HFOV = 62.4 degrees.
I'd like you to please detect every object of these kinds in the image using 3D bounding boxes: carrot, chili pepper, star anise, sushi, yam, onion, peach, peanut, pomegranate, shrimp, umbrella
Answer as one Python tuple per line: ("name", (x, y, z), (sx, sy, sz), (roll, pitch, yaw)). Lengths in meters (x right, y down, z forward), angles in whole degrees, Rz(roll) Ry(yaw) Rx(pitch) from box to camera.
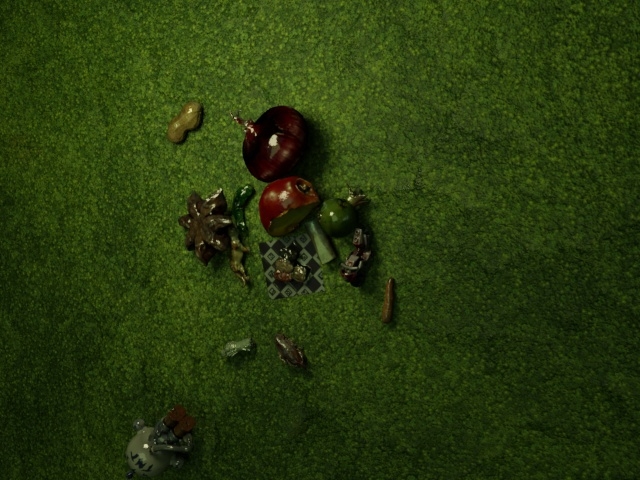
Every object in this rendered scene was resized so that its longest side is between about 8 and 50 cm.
("carrot", (0.233, 0.205, 1.804), (0.036, 0.036, 0.164), (8, 95, 20))
("chili pepper", (-0.296, -0.124, 1.973), (0.073, 0.050, 0.182), (11, 101, 10))
("star anise", (-0.425, -0.071, 1.972), (0.315, 0.108, 0.315), (6, 99, 46))
("sushi", (-0.115, 0.098, 1.921), (0.232, 0.047, 0.219), (-11, 90, 21))
("yam", (0.000, 0.000, 1.859), (0.068, 0.068, 0.169), (-25, 84, 21))
("onion", (-0.179, -0.343, 1.796), (0.273, 0.285, 0.273), (-35, 40, 36))
("peach", (-0.136, -0.120, 1.831), (0.267, 0.159, 0.153), (-45, 56, 53))
("peanut", (-0.519, -0.449, 2.020), (0.193, 0.089, 0.089), (-40, 80, 23))
("pomegranate", (0.077, -0.102, 1.784), (0.191, 0.131, 0.152), (-41, 41, 5))
("shrimp", (-0.103, 0.413, 1.930), (0.190, 0.073, 0.074), (40, 111, 19))
("umbrella", (-0.317, 0.409, 2.015), (0.144, 0.067, 0.062), (-21, 127, 14))

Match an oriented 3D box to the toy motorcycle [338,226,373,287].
("toy motorcycle", (0.120, 0.057, 1.791), (0.082, 0.122, 0.213), (13, 98, 33))

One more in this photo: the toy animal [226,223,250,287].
("toy animal", (-0.308, 0.057, 1.980), (0.099, 0.057, 0.241), (9, 106, 57))

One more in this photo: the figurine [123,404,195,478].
("figurine", (-0.640, 0.800, 2.107), (0.261, 0.186, 0.382), (49, 113, 17))
